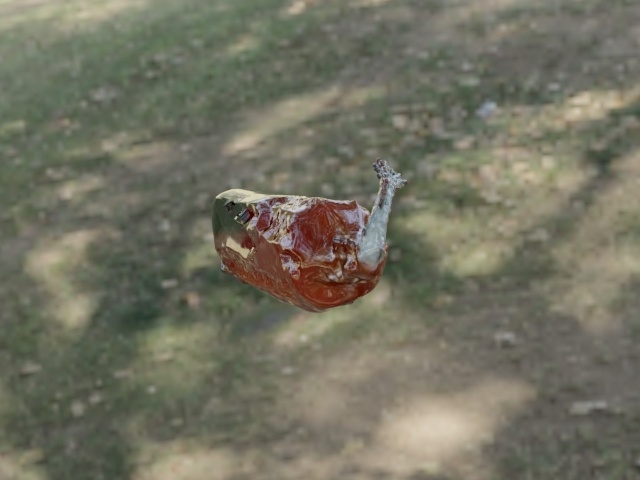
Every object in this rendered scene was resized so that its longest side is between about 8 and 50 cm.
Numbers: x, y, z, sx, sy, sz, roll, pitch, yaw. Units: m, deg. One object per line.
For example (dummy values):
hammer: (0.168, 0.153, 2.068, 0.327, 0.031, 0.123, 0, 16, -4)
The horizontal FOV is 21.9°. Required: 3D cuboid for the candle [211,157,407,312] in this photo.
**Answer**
candle: (0.000, 0.000, 0.576, 0.048, 0.053, 0.162, -41, 12, -10)
